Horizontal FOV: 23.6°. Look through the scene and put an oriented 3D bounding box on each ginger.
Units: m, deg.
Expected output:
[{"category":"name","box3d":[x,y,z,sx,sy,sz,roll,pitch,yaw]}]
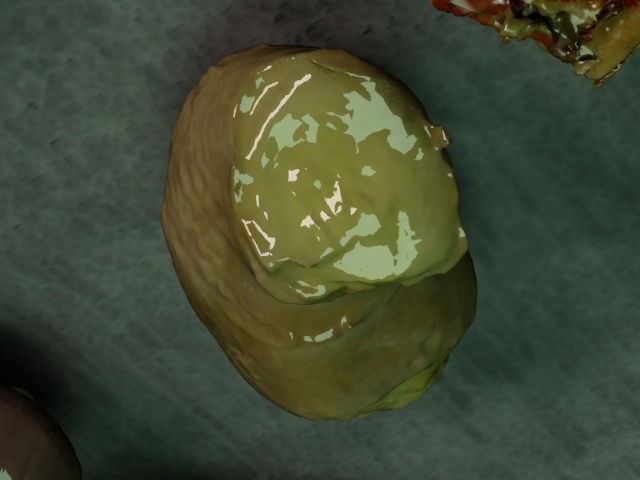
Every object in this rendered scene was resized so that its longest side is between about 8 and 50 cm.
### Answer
[{"category":"ginger","box3d":[0.000,0.000,0.750,0.138,0.152,0.267,-34,152,-9]}]

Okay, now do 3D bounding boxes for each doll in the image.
[{"category":"doll","box3d":[-0.204,0.102,0.856,0.145,0.096,0.188,7,128,23]}]

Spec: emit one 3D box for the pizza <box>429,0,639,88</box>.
[{"category":"pizza","box3d":[0.083,-0.142,0.679,0.193,0.053,0.201,-6,134,0]}]
